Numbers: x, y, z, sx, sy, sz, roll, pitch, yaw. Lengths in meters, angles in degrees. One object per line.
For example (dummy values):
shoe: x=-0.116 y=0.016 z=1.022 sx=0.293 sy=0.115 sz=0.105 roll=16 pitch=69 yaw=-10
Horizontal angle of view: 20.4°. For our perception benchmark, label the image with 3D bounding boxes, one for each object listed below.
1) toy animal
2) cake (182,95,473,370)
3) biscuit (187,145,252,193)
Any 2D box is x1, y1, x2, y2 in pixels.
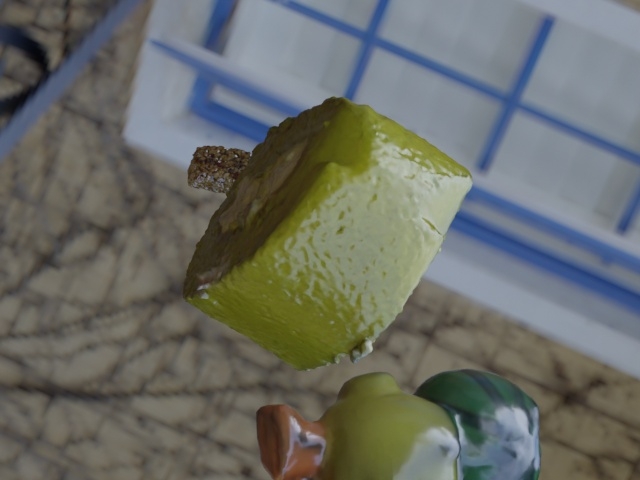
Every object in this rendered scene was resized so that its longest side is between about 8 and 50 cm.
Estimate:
toy animal: x=0.105 y=0.255 z=2.035 sx=0.191 sy=0.338 sz=0.216 roll=178 pitch=-95 yaw=-69
cake: x=0.000 y=0.000 z=1.382 sx=0.179 sy=0.156 sz=0.260 roll=-63 pitch=-167 yaw=-13
biscuit: x=-0.067 y=-0.079 z=2.216 sx=0.034 sy=0.199 sz=0.064 roll=85 pitch=17 yaw=-46
